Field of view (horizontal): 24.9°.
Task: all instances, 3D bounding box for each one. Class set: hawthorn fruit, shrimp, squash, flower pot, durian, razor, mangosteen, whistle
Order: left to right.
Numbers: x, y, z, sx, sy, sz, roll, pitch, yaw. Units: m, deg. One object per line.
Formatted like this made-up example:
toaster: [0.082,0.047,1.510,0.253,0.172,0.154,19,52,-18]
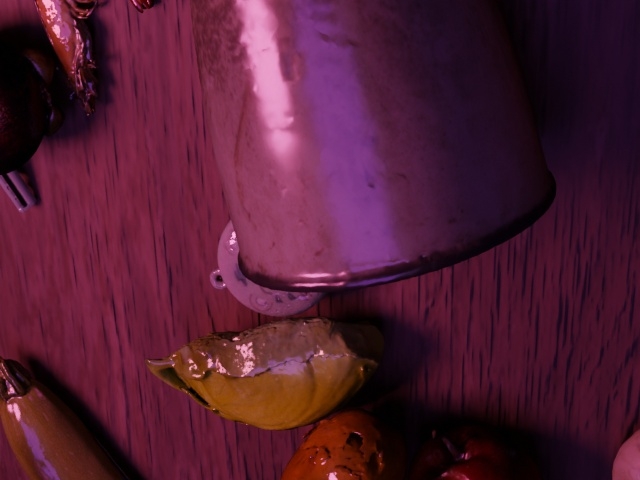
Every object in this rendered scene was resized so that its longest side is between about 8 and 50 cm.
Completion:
razor: [-0.419,-0.067,1.595,0.211,0.036,0.084,-1,138,24]
mangosteen: [-0.332,-0.141,1.463,0.152,0.152,0.152,8,121,13]
squash: [-0.296,0.268,1.714,0.094,0.094,0.341,-28,110,29]
shrimp: [-0.218,-0.214,1.446,0.124,0.034,0.178,-8,112,15]
durian: [-0.052,0.135,1.543,0.250,0.101,0.139,-10,131,22]
whistle: [0.000,0.000,1.480,0.258,0.067,0.126,-20,105,22]
flower pot: [0.033,-0.158,1.258,0.293,0.293,0.330,-6,110,21]
hawthorn fruit: [0.155,0.265,1.523,0.157,0.157,0.194,-9,125,22]

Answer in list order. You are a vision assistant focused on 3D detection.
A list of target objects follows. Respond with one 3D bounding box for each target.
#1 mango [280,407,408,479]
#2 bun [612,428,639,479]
mango: [0.029,0.267,1.538,0.156,0.151,0.249,64,166,16]
bun: [0.389,0.267,1.486,0.183,0.102,0.183,9,124,14]
